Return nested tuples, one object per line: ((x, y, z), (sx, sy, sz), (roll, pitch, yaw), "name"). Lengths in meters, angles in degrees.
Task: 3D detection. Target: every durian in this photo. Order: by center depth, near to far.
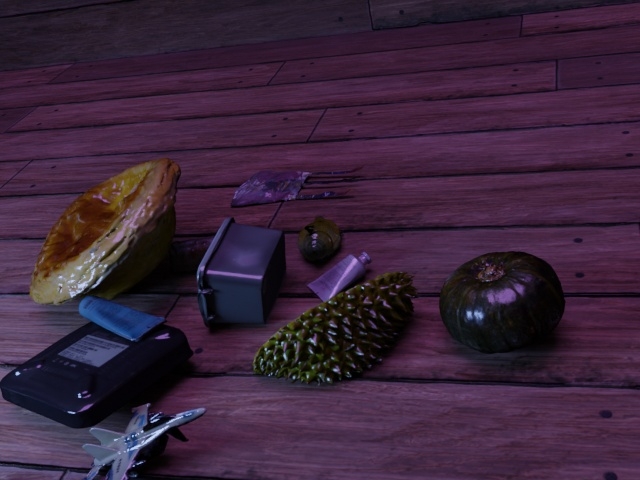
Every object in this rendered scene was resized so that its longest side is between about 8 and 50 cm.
((0.032, 0.152, 1.424), (0.352, 0.158, 0.169), (-25, 21, -13), "durian")

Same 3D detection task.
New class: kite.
((-0.066, -0.147, 2.057), (0.360, 0.022, 0.204), (-2, 32, 24), "kite")

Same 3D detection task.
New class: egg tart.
((-0.469, 0.000, 1.753), (0.443, 0.178, 0.443), (-30, 30, 20), "egg tart")

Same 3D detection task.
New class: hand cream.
((-0.410, 0.153, 1.541), (0.224, 0.048, 0.083), (14, 34, 37), "hand cream")
((0.047, 0.076, 1.644), (0.142, 0.053, 0.084), (-37, 36, -10), "hand cream")

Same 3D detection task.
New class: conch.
((-0.001, -0.003, 1.760), (0.095, 0.079, 0.201), (18, 30, 12), "conch")

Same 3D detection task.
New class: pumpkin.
((0.325, 0.112, 1.376), (0.224, 0.157, 0.223), (-23, 20, 9), "pumpkin")

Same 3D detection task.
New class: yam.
((-0.283, 0.032, 1.793), (0.141, 0.079, 0.079), (-7, 32, 7), "yam")

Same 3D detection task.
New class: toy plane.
((-0.286, 0.335, 1.285), (0.262, 0.088, 0.192), (-18, 31, 20), "toy plane")

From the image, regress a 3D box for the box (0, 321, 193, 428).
((-0.433, 0.241, 1.479), (0.290, 0.073, 0.289), (7, 29, 39), "box")

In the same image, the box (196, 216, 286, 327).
((-0.159, 0.070, 1.623), (0.135, 0.163, 0.243), (4, 33, 10), "box")

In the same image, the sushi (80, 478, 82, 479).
((-0.410, 0.487, 1.013), (0.418, 0.175, 0.417), (-10, 31, 6), "sushi")
